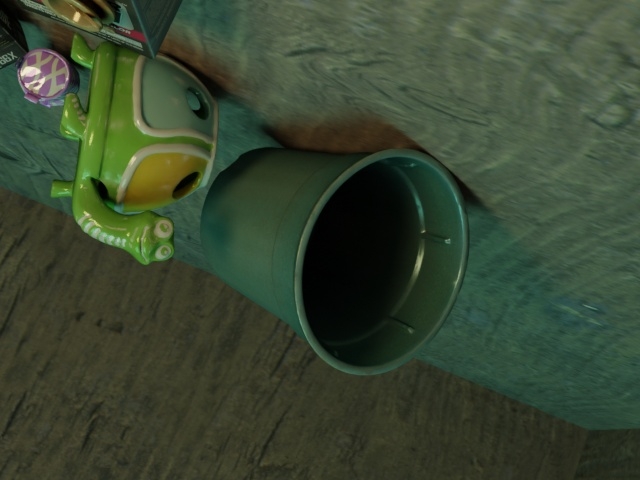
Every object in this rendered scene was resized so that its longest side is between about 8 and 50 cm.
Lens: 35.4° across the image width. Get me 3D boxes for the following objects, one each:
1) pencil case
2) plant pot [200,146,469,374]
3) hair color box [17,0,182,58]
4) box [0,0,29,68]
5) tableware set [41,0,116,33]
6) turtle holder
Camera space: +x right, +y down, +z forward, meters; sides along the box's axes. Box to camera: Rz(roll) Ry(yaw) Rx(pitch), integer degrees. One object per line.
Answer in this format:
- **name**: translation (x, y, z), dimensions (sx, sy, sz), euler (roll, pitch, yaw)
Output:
- **pencil case**: translation (-0.440, -0.261, 1.635), dimensions (0.086, 0.088, 0.206), euler (20, -177, -8)
- **plant pot**: translation (0.000, 0.000, 1.590), dimensions (0.341, 0.341, 0.334), euler (33, 171, -39)
- **hair color box**: translation (-0.264, -0.343, 1.047), dimensions (0.185, 0.114, 0.374), euler (22, 166, 5)
- **box**: translation (-0.632, -0.298, 1.504), dimensions (0.307, 0.077, 0.242), euler (-25, 159, 4)
- **tableware set**: translation (-0.316, -0.272, 1.081), dimensions (0.194, 0.039, 0.128), euler (25, 167, -5)
- **turtle holder**: translation (-0.269, -0.145, 1.476), dimensions (0.227, 0.243, 0.320), euler (9, -151, -16)
